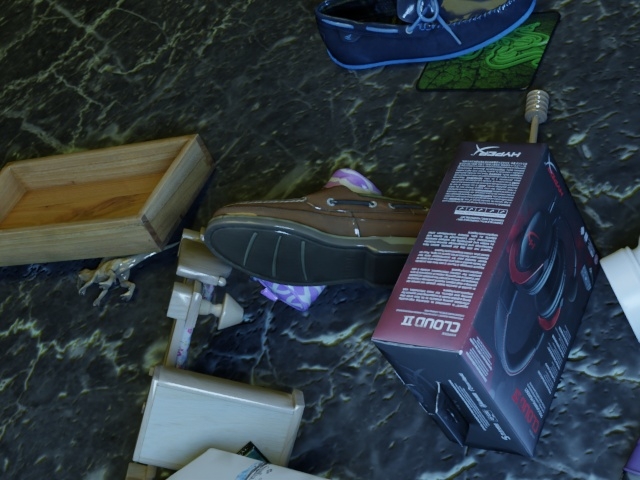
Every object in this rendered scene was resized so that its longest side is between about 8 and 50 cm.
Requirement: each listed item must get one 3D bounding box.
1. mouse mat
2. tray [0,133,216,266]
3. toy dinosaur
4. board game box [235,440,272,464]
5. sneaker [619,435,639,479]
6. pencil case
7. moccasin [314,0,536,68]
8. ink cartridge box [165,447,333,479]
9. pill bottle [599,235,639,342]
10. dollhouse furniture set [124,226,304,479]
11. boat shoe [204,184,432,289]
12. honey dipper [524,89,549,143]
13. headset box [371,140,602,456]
[{"bbox_3d":[0.240,-0.273,1.622,0.189,0.007,0.153,5,57,36],"label":"mouse mat"},{"bbox_3d":[-0.383,-0.056,1.776,0.410,0.076,0.203,-4,40,30],"label":"tray"},{"bbox_3d":[-0.302,0.044,1.672,0.183,0.053,0.093,-20,43,18],"label":"toy dinosaur"},{"bbox_3d":[-0.105,0.330,1.238,0.186,0.126,0.026,-41,13,-4],"label":"board game box"},{"bbox_3d":[0.393,0.262,1.000,0.124,0.107,0.283,-57,40,0],"label":"sneaker"},{"bbox_3d":[0.000,0.000,1.491,0.206,0.086,0.088,-52,8,-17],"label":"pencil case"},{"bbox_3d":[0.141,-0.333,1.651,0.342,0.117,0.138,-12,47,28],"label":"moccasin"},{"bbox_3d":[-0.072,0.330,1.081,0.168,0.171,0.232,-31,20,-37],"label":"ink cartridge box"},{"bbox_3d":[0.408,0.020,1.168,0.208,0.119,0.119,-27,43,12],"label":"pill bottle"},{"bbox_3d":[-0.130,0.183,1.413,0.355,0.173,0.303,-104,29,-74],"label":"dollhouse furniture set"},{"bbox_3d":[0.011,-0.010,1.404,0.307,0.111,0.104,9,52,-6],"label":"boat shoe"},{"bbox_3d":[0.275,-0.125,1.455,0.030,0.030,0.161,-6,55,30],"label":"honey dipper"},{"bbox_3d":[0.182,0.073,1.198,0.110,0.218,0.293,5,56,37],"label":"headset box"}]
